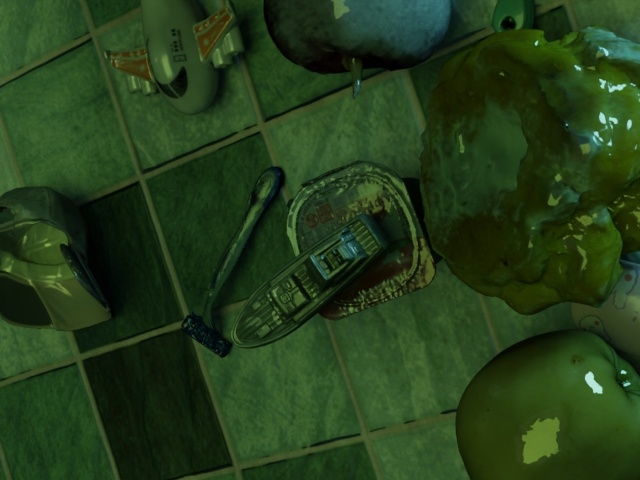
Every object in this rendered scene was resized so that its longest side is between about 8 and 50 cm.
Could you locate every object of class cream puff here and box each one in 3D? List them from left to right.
[{"bbox_3d":[0.310,-0.088,1.412,0.378,0.276,0.378,-6,83,56],"label":"cream puff"}]

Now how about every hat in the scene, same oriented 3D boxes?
[{"bbox_3d":[-0.445,0.034,1.888,0.232,0.161,0.275,-19,112,40],"label":"hat"}]

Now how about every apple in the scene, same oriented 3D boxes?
[{"bbox_3d":[0.305,0.239,1.449,0.262,0.262,0.262,5,100,28],"label":"apple"}]

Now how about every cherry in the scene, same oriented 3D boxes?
[{"bbox_3d":[0.047,-0.335,1.521,0.255,0.218,0.296,-1,93,33],"label":"cherry"}]

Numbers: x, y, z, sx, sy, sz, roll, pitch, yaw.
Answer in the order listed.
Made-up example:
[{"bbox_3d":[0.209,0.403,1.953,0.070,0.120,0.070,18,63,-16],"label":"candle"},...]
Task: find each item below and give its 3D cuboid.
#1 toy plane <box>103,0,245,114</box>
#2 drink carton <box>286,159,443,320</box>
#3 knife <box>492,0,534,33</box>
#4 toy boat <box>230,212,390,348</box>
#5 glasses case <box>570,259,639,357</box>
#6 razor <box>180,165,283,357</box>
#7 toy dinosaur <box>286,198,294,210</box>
[{"bbox_3d":[-0.227,-0.310,1.730,0.245,0.117,0.244,4,98,26],"label":"toy plane"},{"bbox_3d":[0.086,-0.015,1.564,0.185,0.190,0.191,-25,85,30],"label":"drink carton"},{"bbox_3d":[0.250,-0.396,1.514,0.063,0.035,0.260,-2,90,35],"label":"knife"},{"bbox_3d":[-0.024,0.061,1.476,0.260,0.085,0.078,-39,79,23],"label":"toy boat"},{"bbox_3d":[0.466,0.106,1.443,0.297,0.075,0.113,17,108,26],"label":"glasses case"},{"bbox_3d":[-0.135,0.030,1.768,0.093,0.056,0.324,33,111,22],"label":"razor"},{"bbox_3d":[0.000,0.000,1.690,0.049,0.055,0.154,-43,80,30],"label":"toy dinosaur"}]
